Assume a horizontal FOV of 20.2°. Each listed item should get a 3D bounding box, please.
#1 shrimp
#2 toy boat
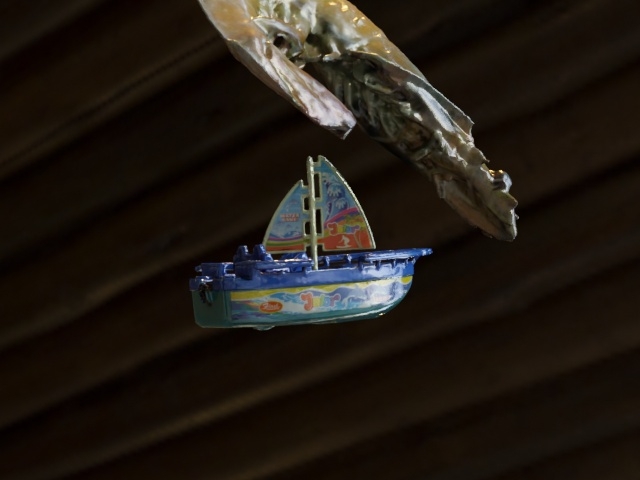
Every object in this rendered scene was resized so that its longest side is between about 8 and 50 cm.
[{"bbox_3d":[0.016,-0.085,1.038,0.251,0.143,0.052,40,-62,10],"label":"shrimp"},{"bbox_3d":[0.000,0.000,1.158,0.175,0.110,0.091,-3,-1,-32],"label":"toy boat"}]
